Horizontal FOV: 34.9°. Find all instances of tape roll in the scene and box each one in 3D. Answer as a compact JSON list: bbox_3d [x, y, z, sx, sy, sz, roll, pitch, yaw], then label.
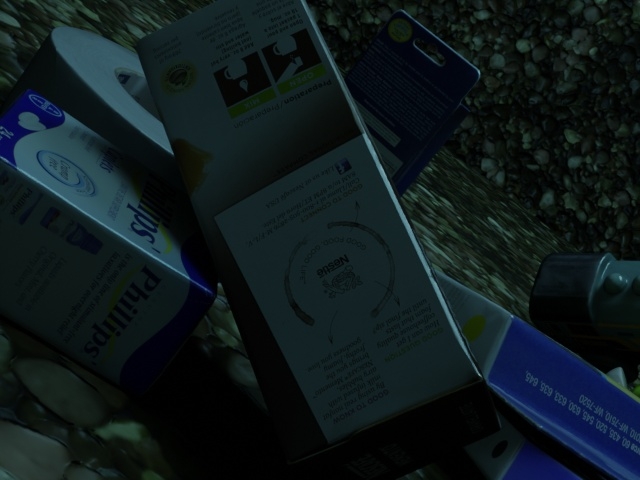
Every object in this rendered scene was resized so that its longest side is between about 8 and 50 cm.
[{"bbox_3d":[-0.124,-0.066,0.761,0.219,0.072,0.219,35,13,-9],"label":"tape roll"}]

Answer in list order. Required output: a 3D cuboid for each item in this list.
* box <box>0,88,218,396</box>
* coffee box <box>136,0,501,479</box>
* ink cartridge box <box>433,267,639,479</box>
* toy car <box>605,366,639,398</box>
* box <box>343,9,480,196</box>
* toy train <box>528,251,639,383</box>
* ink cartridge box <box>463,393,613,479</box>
[{"bbox_3d":[-0.127,-0.004,0.541,0.137,0.072,0.126,35,14,-15],"label":"box"},{"bbox_3d":[0.000,0.000,0.556,0.141,0.098,0.246,54,12,-65],"label":"coffee box"},{"bbox_3d":[0.203,0.126,0.838,0.304,0.072,0.307,34,-1,-28],"label":"ink cartridge box"},{"bbox_3d":[0.387,0.200,1.098,0.182,0.159,0.136,-15,90,-73],"label":"toy car"},{"bbox_3d":[0.063,-0.122,1.099,0.136,0.225,0.036,46,15,28],"label":"box"},{"bbox_3d":[0.417,0.098,1.242,0.334,0.142,0.190,1,-31,45],"label":"toy train"},{"bbox_3d":[0.192,0.192,0.712,0.206,0.045,0.208,35,5,-11],"label":"ink cartridge box"}]
